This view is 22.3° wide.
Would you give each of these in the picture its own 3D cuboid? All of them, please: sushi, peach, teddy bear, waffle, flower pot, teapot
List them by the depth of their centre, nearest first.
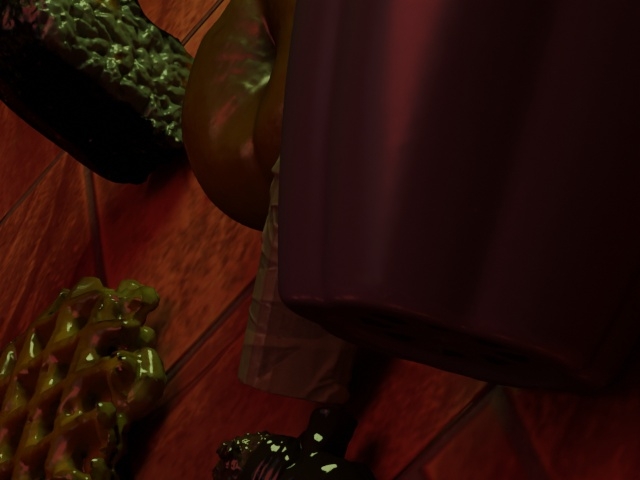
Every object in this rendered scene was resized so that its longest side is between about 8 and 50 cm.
[{"bbox_3d":[0.096,-0.055,0.876,0.265,0.265,0.243,-6,65,56],"label":"flower pot"},{"bbox_3d":[-0.029,0.151,1.008,0.160,0.078,0.119,-6,50,58],"label":"teddy bear"},{"bbox_3d":[0.000,0.000,1.038,0.107,0.077,0.200,-124,44,-85],"label":"teapot"},{"bbox_3d":[-0.002,-0.118,1.201,0.251,0.153,0.251,-45,24,27],"label":"peach"},{"bbox_3d":[-0.238,0.168,1.340,0.325,0.068,0.302,-56,26,1],"label":"waffle"},{"bbox_3d":[-0.209,-0.160,1.497,0.126,0.225,0.136,-35,26,38],"label":"sushi"}]
